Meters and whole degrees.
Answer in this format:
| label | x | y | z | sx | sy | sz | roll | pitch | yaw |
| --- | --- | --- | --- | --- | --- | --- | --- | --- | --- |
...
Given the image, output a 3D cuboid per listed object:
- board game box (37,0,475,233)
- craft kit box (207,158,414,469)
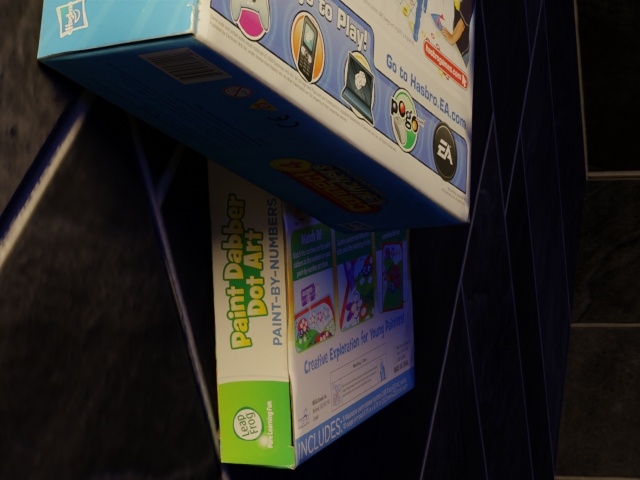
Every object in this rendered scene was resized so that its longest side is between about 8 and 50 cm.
| label | x | y | z | sx | sy | sz | roll | pitch | yaw |
| --- | --- | --- | --- | --- | --- | --- | --- | --- | --- |
| board game box | -0.012 | -0.188 | 0.850 | 0.308 | 0.086 | 0.302 | 30 | 59 | -58 |
| craft kit box | 0.000 | 0.000 | 1.045 | 0.250 | 0.061 | 0.247 | -16 | 107 | -69 |
